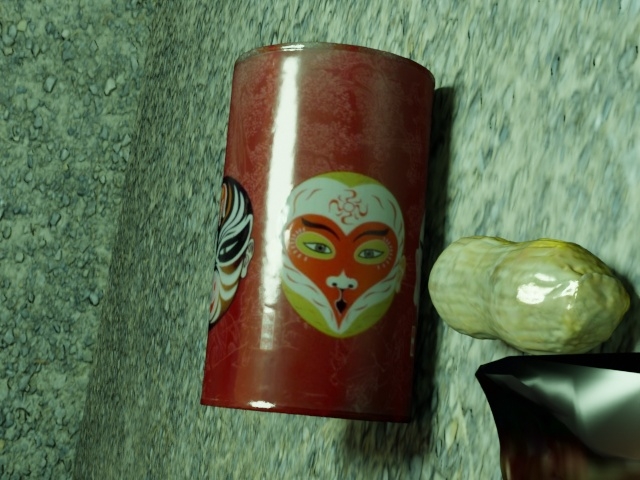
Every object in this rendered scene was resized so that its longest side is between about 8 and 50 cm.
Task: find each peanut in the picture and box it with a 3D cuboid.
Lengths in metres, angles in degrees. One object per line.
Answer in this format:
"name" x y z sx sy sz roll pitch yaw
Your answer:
"peanut" 0.148 0.040 0.807 0.207 0.087 0.087 -174 92 -68

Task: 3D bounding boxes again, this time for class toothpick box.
"toothpick box" 0.000 0.000 1.037 0.204 0.204 0.333 167 110 -67

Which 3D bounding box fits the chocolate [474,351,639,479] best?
"chocolate" 0.200 0.140 0.401 0.283 0.284 0.186 160 115 -66
